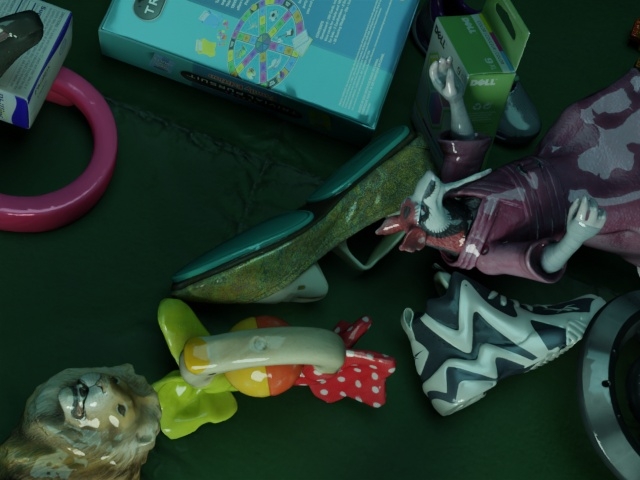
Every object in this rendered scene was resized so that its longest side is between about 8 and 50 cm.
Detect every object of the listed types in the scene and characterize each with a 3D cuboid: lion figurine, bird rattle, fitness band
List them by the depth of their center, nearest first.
[{"bbox_3d":[-0.233,0.316,1.276,0.240,0.142,0.392,-9,77,-25],"label":"lion figurine"},{"bbox_3d":[-0.049,0.128,1.377,0.254,0.207,0.143,3,78,0],"label":"bird rattle"},{"bbox_3d":[-0.368,-0.119,1.522,0.291,0.054,0.209,15,59,-2],"label":"fitness band"}]

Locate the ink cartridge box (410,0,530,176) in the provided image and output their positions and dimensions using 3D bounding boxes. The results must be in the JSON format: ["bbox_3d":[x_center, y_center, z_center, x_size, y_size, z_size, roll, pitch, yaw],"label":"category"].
[{"bbox_3d":[0.166,-0.185,1.576,0.062,0.209,0.109,-5,48,-18],"label":"ink cartridge box"}]

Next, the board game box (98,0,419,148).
[{"bbox_3d":[-0.058,-0.286,1.636,0.336,0.079,0.253,20,74,0],"label":"board game box"}]

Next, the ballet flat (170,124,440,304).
[{"bbox_3d":[0.000,0.000,1.510,0.349,0.123,0.123,-35,73,-25],"label":"ballet flat"}]

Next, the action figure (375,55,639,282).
[{"bbox_3d":[0.231,-0.050,1.520,0.370,0.275,0.248,-16,60,-12],"label":"action figure"}]

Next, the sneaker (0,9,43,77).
[{"bbox_3d":[-0.367,-0.107,1.405,0.281,0.106,0.162,-29,100,14],"label":"sneaker"}]

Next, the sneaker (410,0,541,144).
[{"bbox_3d":[0.193,-0.218,1.675,0.083,0.098,0.223,-31,71,-26],"label":"sneaker"}]

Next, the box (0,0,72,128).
[{"bbox_3d":[-0.356,-0.206,1.500,0.137,0.072,0.126,20,63,0],"label":"box"}]

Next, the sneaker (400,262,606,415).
[{"bbox_3d":[0.191,0.075,1.510,0.235,0.094,0.153,-27,78,-14],"label":"sneaker"}]

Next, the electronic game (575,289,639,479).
[{"bbox_3d":[0.367,0.166,1.492,0.229,0.048,0.229,10,71,-29],"label":"electronic game"}]

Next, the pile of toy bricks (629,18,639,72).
[{"bbox_3d":[0.499,-0.227,1.745,0.212,0.105,0.118,23,59,1],"label":"pile of toy bricks"}]
